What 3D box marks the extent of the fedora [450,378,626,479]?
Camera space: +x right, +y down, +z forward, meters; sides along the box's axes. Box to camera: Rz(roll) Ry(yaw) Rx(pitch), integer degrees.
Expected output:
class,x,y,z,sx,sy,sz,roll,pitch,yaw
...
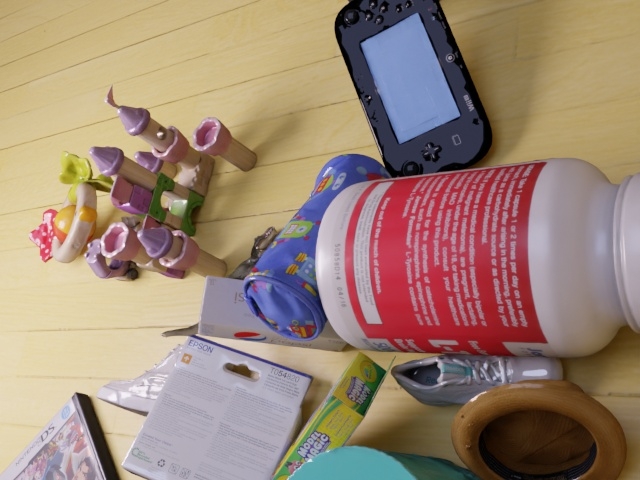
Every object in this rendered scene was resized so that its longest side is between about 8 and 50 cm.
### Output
class,x,y,z,sx,sy,sz,roll,pitch,yaw
fedora,0.247,0.213,0.856,0.194,0.194,0.079,-17,25,31

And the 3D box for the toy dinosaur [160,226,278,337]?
class,x,y,z,sx,sy,sz,roll,pitch,yaw
toy dinosaur,-0.122,0.084,1.204,0.118,0.064,0.268,13,45,34

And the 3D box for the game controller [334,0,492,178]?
class,x,y,z,sx,sy,sz,roll,pitch,yaw
game controller,0.137,-0.241,1.137,0.167,0.067,0.319,-26,77,28

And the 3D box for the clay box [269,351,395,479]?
class,x,y,z,sx,sy,sz,roll,pitch,yaw
clay box,0.013,0.239,0.977,0.053,0.127,0.222,34,113,6

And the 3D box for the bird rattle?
class,x,y,z,sx,sy,sz,roll,pitch,yaw
bird rattle,-0.503,-0.044,1.505,0.253,0.143,0.207,-49,33,17

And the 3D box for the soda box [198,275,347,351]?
class,x,y,z,sx,sy,sz,roll,pitch,yaw
soda box,-0.065,0.108,1.094,0.069,0.216,0.073,116,160,-65

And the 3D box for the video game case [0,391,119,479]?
class,x,y,z,sx,sy,sz,roll,pitch,yaw
video game case,-0.467,0.454,1.343,0.248,0.035,0.275,-46,49,10

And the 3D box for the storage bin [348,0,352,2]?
class,x,y,z,sx,sy,sz,roll,pitch,yaw
storage bin,0.141,-0.441,1.253,0.180,0.122,0.084,-53,48,4

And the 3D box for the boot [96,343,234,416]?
class,x,y,z,sx,sy,sz,roll,pitch,yaw
boot,-0.255,0.235,1.262,0.259,0.095,0.123,3,64,29

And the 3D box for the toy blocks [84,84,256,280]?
class,x,y,z,sx,sy,sz,roll,pitch,yaw
toy blocks,-0.328,-0.088,1.349,0.309,0.260,0.288,0,69,37

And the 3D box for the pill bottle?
class,x,y,z,sx,sy,sz,roll,pitch,yaw
pill bottle,0.216,0.023,0.898,0.408,0.229,0.228,-4,67,37

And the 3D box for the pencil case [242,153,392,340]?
class,x,y,z,sx,sy,sz,roll,pitch,yaw
pencil case,0.000,0.000,1.066,0.133,0.119,0.306,1,40,30

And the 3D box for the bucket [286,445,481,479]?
class,x,y,z,sx,sy,sz,roll,pitch,yaw
bucket,0.075,0.373,0.866,0.281,0.183,0.281,-17,60,31

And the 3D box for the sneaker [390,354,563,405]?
class,x,y,z,sx,sy,sz,roll,pitch,yaw
sneaker,0.188,0.170,0.938,0.212,0.094,0.080,-13,60,32

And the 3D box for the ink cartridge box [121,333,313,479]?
class,x,y,z,sx,sy,sz,roll,pitch,yaw
ink cartridge box,-0.146,0.274,1.117,0.224,0.045,0.223,17,65,19
